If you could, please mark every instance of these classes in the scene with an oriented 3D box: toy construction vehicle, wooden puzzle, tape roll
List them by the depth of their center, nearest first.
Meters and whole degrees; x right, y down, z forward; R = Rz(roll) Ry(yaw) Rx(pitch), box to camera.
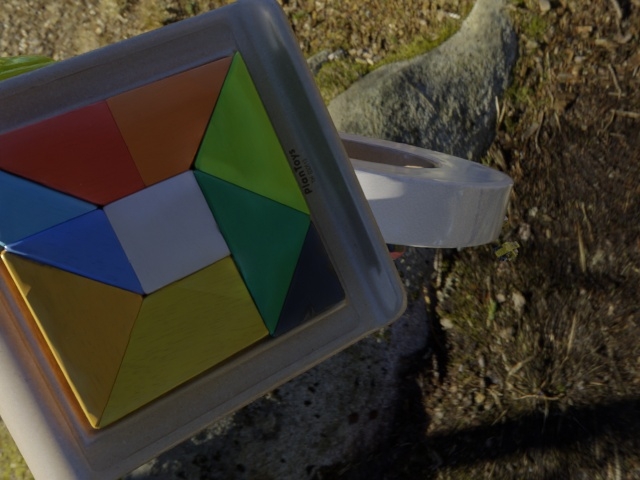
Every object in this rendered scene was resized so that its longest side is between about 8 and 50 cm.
[{"bbox_3d":[-0.088,-0.001,0.326,0.238,0.044,0.221,-26,98,-13],"label":"wooden puzzle"},{"bbox_3d":[0.041,-0.084,0.733,0.391,0.392,0.072,17,106,24],"label":"tape roll"},{"bbox_3d":[0.326,-0.006,1.032,0.035,0.098,0.086,-39,67,30],"label":"toy construction vehicle"}]

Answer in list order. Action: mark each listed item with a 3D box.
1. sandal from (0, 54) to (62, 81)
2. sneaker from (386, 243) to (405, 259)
[{"bbox_3d":[-0.259,-0.057,0.597,0.317,0.126,0.138,55,140,15],"label":"sandal"},{"bbox_3d":[0.000,0.001,1.036,0.136,0.313,0.116,-47,37,37],"label":"sneaker"}]
